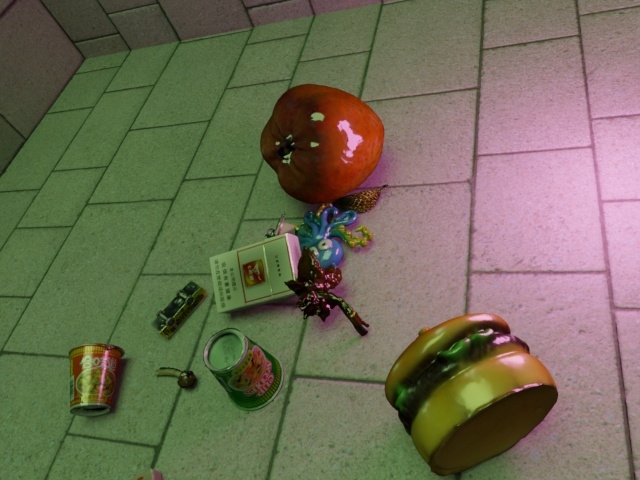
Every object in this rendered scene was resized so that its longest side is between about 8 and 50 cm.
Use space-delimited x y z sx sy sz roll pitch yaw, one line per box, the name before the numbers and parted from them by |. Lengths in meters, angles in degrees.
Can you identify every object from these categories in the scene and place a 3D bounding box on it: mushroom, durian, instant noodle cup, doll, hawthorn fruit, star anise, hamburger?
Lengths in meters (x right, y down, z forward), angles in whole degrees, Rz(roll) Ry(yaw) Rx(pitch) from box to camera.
mushroom | -0.498 0.468 1.813 0.187 0.061 0.060 2 41 38
durian | 0.159 -0.166 2.019 0.215 0.086 0.100 -12 37 16
instant noodle cup | -0.253 0.391 1.644 0.207 0.232 0.207 -12 50 15
doll | 0.000 0.000 1.934 0.346 0.099 0.341 -30 48 3
hawthorn fruit | 0.013 -0.370 2.015 0.472 0.471 0.471 -11 51 14
instant noodle cup | -0.789 0.490 1.838 0.193 0.193 0.212 -16 57 11
star anise | 0.025 0.178 1.708 0.346 0.148 0.237 49 43 9
hamburger | 0.366 0.356 1.321 0.396 0.395 0.277 -30 48 -2

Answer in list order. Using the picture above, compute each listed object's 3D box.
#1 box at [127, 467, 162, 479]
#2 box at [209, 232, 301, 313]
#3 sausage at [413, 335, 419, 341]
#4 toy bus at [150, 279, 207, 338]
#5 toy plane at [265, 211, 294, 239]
box | -0.623 0.854 1.549 0.353 0.069 0.214 -26 48 -1
box | -0.220 0.120 1.854 0.330 0.095 0.210 -16 76 20
sausage | 0.366 0.304 1.577 0.183 0.054 0.062 4 28 28
toy bus | -0.531 0.255 1.971 0.081 0.074 0.226 24 65 34
toy plane | -0.182 0.022 1.969 0.088 0.192 0.262 26 78 -2
